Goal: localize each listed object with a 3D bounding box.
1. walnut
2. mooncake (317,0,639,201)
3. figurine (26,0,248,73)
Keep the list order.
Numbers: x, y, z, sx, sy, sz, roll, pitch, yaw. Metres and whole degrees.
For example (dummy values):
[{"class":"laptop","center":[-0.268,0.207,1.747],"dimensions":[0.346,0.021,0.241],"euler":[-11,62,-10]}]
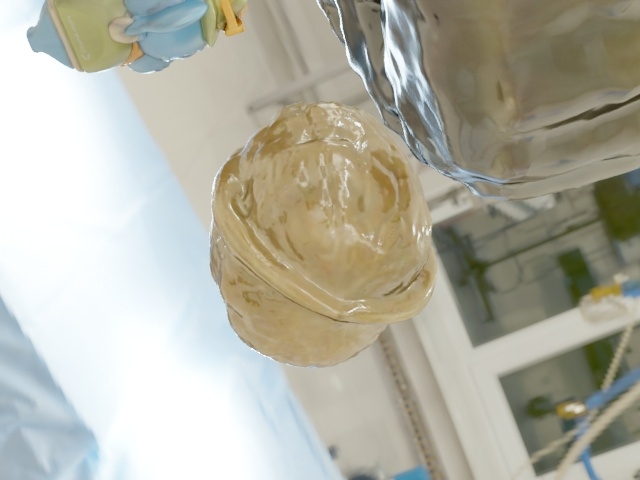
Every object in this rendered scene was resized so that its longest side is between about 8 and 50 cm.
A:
[{"class":"walnut","center":[0.000,0.000,1.491],"dimensions":[0.285,0.296,0.285],"euler":[22,31,-14]},{"class":"mooncake","center":[0.077,-0.159,0.587],"dimensions":[0.290,0.161,0.290],"euler":[158,-90,-84]},{"class":"figurine","center":[-0.212,-0.280,1.550],"dimensions":[0.180,0.262,0.154],"euler":[-13,95,-68]}]
